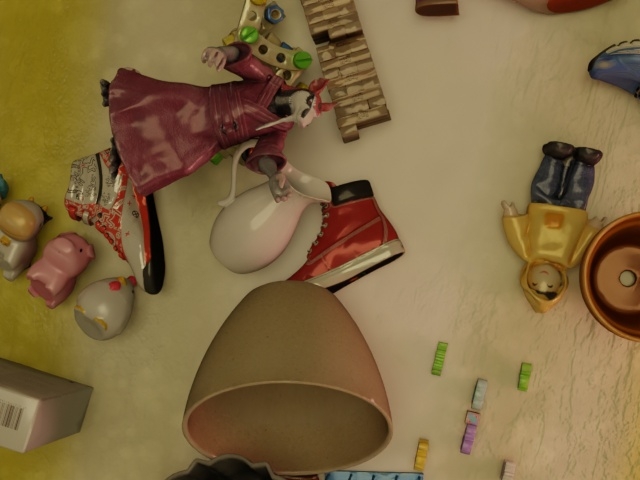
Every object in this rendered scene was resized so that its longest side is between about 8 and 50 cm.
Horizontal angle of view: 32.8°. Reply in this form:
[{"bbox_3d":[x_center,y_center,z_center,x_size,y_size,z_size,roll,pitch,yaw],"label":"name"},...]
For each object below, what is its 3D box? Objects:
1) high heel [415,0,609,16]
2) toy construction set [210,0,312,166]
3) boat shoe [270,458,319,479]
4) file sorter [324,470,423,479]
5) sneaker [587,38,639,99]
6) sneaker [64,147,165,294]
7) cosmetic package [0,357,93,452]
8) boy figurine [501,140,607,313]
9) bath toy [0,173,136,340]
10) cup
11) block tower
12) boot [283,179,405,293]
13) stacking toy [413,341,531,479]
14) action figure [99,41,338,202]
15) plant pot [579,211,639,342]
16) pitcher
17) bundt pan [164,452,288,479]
[{"bbox_3d":[0.338,-0.485,1.852,0.377,0.127,0.181,-1,80,1],"label":"high heel"},{"bbox_3d":[-0.143,-0.253,1.863,0.215,0.151,0.328,42,99,-18],"label":"toy construction set"},{"bbox_3d":[-0.089,0.397,1.865,0.178,0.064,0.060,5,89,8],"label":"boat shoe"},{"bbox_3d":[0.087,0.454,1.826,0.170,0.104,0.118,0,86,6],"label":"file sorter"},{"bbox_3d":[0.600,-0.230,1.807,0.330,0.130,0.147,20,86,6],"label":"sneaker"},{"bbox_3d":[-0.362,-0.027,1.902,0.145,0.090,0.270,-11,82,5],"label":"sneaker"},{"bbox_3d":[-0.604,0.239,1.810,0.377,0.284,0.097,17,90,6],"label":"cosmetic package"},{"bbox_3d":[0.386,-0.021,1.834,0.177,0.092,0.285,16,85,3],"label":"boy figurine"},{"bbox_3d":[-0.461,0.029,1.894,0.348,0.151,0.129,36,55,6],"label":"bath toy"},{"bbox_3d":[-0.049,0.207,1.771,0.331,0.331,0.237,-2,54,5],"label":"cup"},{"bbox_3d":[0.034,-0.344,1.882,0.097,0.091,0.335,-16,86,5],"label":"block tower"},{"bbox_3d":[0.000,0.000,1.875,0.244,0.088,0.176,-28,78,2],"label":"boot"},{"bbox_3d":[0.259,0.297,1.846,0.167,0.052,0.221,12,87,5],"label":"stacking toy"},{"bbox_3d":[-0.154,-0.186,1.737,0.370,0.276,0.248,-10,101,-2],"label":"action figure"},{"bbox_3d":[0.515,0.062,1.767,0.205,0.188,0.205,0,86,5],"label":"plant pot"},{"bbox_3d":[-0.112,-0.057,1.837,0.178,0.125,0.207,40,113,-11],"label":"pitcher"},{"bbox_3d":[-0.137,0.515,1.751,0.330,0.124,0.331,-8,69,20],"label":"bundt pan"}]
